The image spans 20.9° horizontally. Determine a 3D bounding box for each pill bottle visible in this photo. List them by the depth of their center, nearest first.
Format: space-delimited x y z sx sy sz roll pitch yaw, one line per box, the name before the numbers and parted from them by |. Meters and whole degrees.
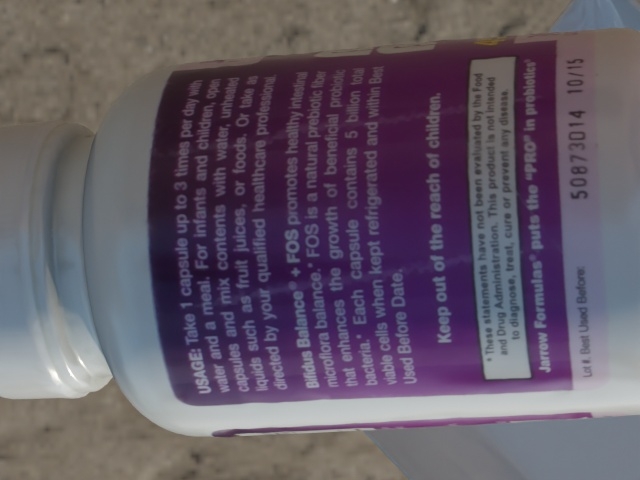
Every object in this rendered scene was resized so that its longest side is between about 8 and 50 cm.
pill bottle | 0.000 0.000 0.763 0.301 0.169 0.169 -4 147 10

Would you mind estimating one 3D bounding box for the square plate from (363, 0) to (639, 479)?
square plate | 0.199 0.067 1.108 0.344 0.347 0.049 -53 154 19
